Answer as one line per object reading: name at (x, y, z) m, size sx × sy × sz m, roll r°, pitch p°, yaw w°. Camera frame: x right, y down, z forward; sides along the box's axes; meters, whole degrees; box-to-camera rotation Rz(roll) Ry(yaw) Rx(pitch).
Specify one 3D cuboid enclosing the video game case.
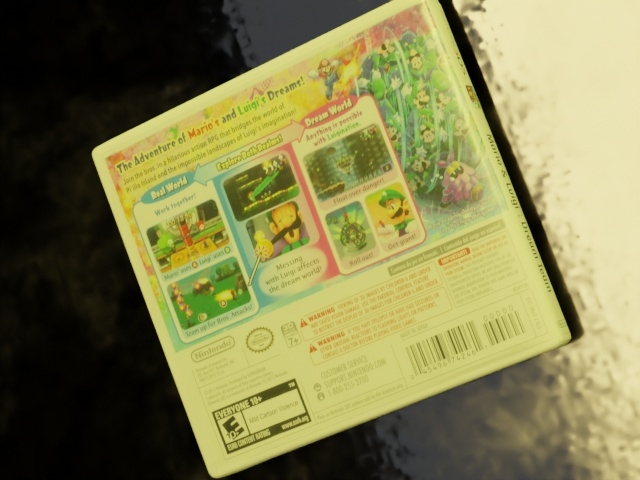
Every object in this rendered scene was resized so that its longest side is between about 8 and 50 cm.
video game case at (0.000, 0.000, 0.675) m, size 0.157 × 0.019 × 0.143 m, roll -24°, pitch 82°, yaw 23°
